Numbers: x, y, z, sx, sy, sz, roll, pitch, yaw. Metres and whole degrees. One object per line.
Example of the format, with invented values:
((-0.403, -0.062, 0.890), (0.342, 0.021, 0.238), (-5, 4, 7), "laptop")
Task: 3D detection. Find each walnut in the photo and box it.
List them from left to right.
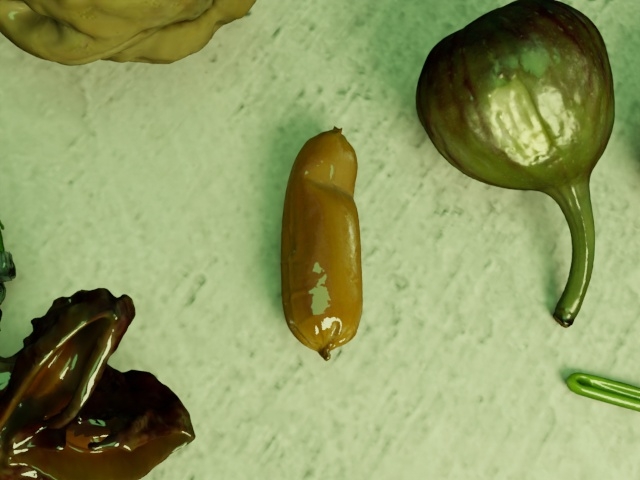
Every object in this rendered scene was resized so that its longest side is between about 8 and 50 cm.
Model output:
((-0.157, -0.249, 0.578), (0.257, 0.224, 0.257), (-2, 82, 11), "walnut")

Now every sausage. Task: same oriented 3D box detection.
((0.000, 0.000, 0.606), (0.062, 0.054, 0.183), (15, 64, -38), "sausage")

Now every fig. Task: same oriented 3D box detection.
((0.167, -0.055, 0.618), (0.149, 0.149, 0.245), (-21, 89, -15), "fig")

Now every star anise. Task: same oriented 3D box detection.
((-0.193, 0.111, 0.492), (0.220, 0.190, 0.126), (-16, 34, -12), "star anise")

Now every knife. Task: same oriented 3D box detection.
((0.274, 0.131, 0.620), (0.184, 0.026, 0.022), (16, 30, -1), "knife")

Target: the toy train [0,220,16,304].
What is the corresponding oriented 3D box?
((-0.311, 0.024, 0.550), (0.202, 0.060, 0.081), (-12, 67, -12), "toy train")
